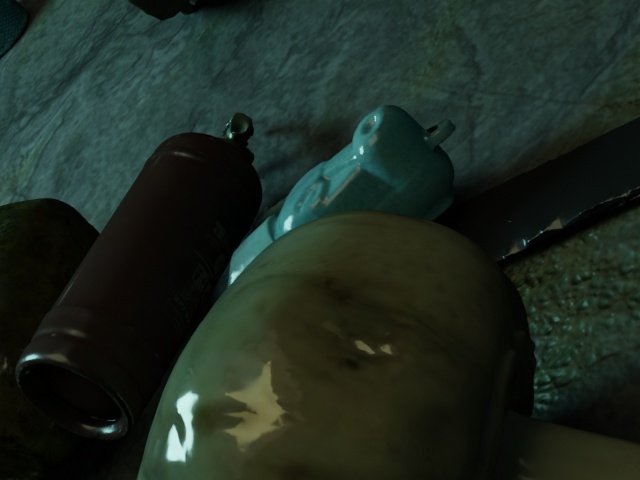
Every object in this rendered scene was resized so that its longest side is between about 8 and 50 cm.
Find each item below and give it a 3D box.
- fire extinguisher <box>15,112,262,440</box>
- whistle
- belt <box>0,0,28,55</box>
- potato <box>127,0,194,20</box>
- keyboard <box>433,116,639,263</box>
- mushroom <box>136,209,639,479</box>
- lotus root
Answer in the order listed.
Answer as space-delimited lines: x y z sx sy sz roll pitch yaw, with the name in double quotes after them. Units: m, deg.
-0.124 0.006 1.323 0.344 0.102 0.138 -62 0 -36 "fire extinguisher"
0.000 0.000 1.226 0.274 0.093 0.186 -42 11 21 "whistle"
-0.472 -0.185 1.928 0.302 0.072 0.087 -44 39 2 "belt"
-0.130 -0.347 1.643 0.189 0.211 0.264 -37 48 12 "potato"
0.159 -0.026 1.153 0.197 0.015 0.074 -27 36 27 "keyboard"
0.072 0.146 0.905 0.336 0.314 0.314 19 67 21 "mushroom"
-0.252 0.077 1.368 0.160 0.152 0.274 -24 42 18 "lotus root"
